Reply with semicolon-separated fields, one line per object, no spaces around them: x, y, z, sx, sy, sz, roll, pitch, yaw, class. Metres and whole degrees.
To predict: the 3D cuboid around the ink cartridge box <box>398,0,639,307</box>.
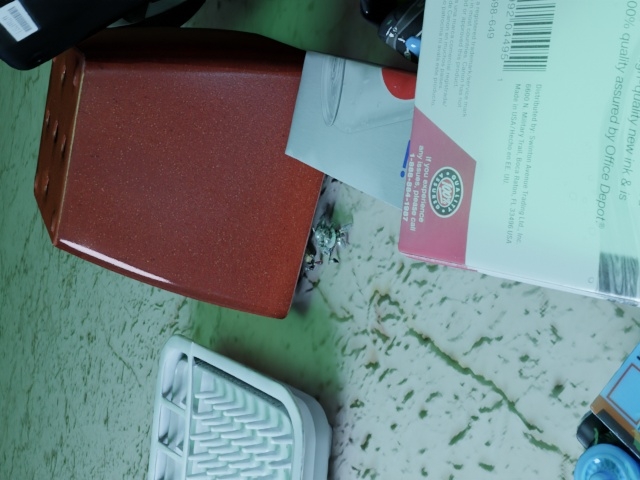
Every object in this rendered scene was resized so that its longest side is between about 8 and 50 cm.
0.154;-0.053;0.341;0.218;0.092;0.159;13;100;44;ink cartridge box

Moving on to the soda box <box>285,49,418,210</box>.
0.085;-0.073;0.569;0.286;0.091;0.098;33;113;52;soda box

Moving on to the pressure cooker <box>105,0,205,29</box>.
-0.274;-0.437;0.871;0.420;0.369;0.376;118;148;-64;pressure cooker

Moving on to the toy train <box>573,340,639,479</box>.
0.210;0.135;0.376;0.184;0.080;0.105;50;121;46;toy train

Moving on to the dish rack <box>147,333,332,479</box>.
-0.092;0.265;0.816;0.333;0.072;0.286;9;93;56;dish rack

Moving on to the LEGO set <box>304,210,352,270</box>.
0.000;0.003;0.749;0.083;0.023;0.054;-56;44;36;LEGO set

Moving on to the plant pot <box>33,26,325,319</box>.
-0.159;-0.096;0.789;0.267;0.235;0.267;39;118;56;plant pot

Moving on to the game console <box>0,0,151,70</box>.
-0.100;-0.242;0.514;0.060;0.342;0.386;59;171;-11;game console

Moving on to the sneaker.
0.070;-0.207;0.600;0.067;0.078;0.188;-55;24;39;sneaker
